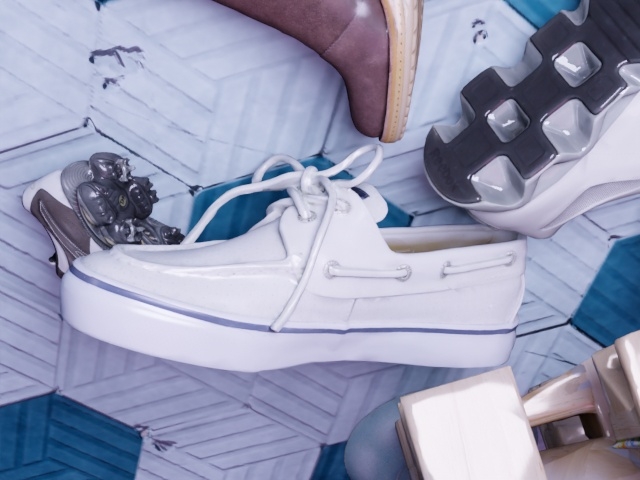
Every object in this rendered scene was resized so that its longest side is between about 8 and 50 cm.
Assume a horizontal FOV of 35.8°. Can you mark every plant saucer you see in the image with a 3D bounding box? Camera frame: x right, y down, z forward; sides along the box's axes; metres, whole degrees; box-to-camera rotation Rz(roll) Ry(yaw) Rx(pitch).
[{"bbox_3d":[0.121,0.221,0.976,0.195,0.037,0.195,-2,130,-2],"label":"plant saucer"}]

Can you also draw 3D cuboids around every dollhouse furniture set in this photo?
[{"bbox_3d":[0.267,0.200,0.718,0.394,0.256,0.362,-16,166,-1],"label":"dollhouse furniture set"}]

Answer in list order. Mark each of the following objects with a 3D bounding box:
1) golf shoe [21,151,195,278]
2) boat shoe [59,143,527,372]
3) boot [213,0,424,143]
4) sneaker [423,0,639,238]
[{"bbox_3d":[-0.153,0.015,0.771,0.094,0.077,0.198,-7,130,24],"label":"golf shoe"},{"bbox_3d":[0.005,0.003,0.706,0.367,0.136,0.156,6,104,-27],"label":"boat shoe"},{"bbox_3d":[-0.040,-0.170,0.627,0.207,0.090,0.248,1,132,10],"label":"boot"},{"bbox_3d":[0.235,-0.118,0.669,0.330,0.122,0.146,-36,142,21],"label":"sneaker"}]
